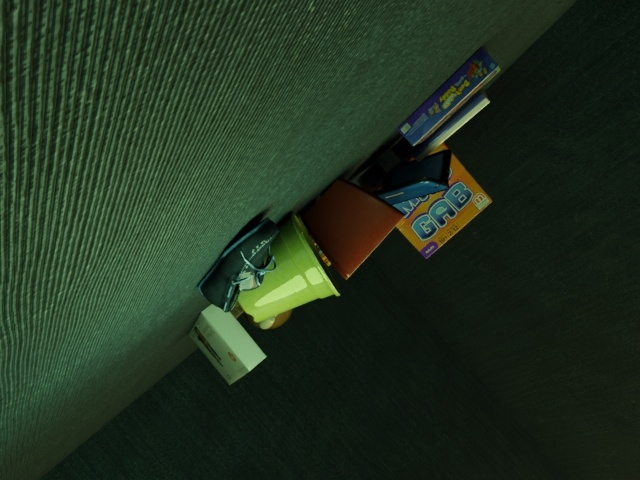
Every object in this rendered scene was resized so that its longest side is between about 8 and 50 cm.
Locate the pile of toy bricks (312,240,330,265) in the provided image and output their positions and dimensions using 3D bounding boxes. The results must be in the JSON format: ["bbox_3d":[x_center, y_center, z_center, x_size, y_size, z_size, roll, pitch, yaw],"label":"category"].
[{"bbox_3d":[0.020,0.029,2.391,0.118,0.212,0.105,-49,-147,-11],"label":"pile of toy bricks"}]

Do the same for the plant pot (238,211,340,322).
[{"bbox_3d":[-0.119,0.100,1.543,0.254,0.276,0.276,-30,177,3],"label":"plant pot"}]

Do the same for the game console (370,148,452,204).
[{"bbox_3d":[0.302,-0.234,1.919,0.293,0.173,0.250,-15,167,38],"label":"game console"}]

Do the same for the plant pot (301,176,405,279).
[{"bbox_3d":[0.085,-0.051,1.724,0.267,0.236,0.267,-47,176,-2],"label":"plant pot"}]

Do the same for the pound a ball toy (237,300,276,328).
[{"bbox_3d":[-0.194,0.187,1.984,0.136,0.208,0.319,-44,177,37],"label":"pound a ball toy"}]

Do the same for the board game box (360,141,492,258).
[{"bbox_3d":[0.435,-0.203,2.280,0.356,0.356,0.356,-42,-169,7],"label":"board game box"}]

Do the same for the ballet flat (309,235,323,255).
[{"bbox_3d":[0.000,0.000,2.612,0.139,0.139,0.400,-38,175,-46],"label":"ballet flat"}]

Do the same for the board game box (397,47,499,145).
[{"bbox_3d":[0.427,-0.467,1.752,0.347,0.078,0.233,-43,177,25],"label":"board game box"}]

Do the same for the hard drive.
[{"bbox_3d":[0.460,-0.446,1.946,0.319,0.040,0.210,-41,-156,28],"label":"hard drive"}]

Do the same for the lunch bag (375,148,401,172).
[{"bbox_3d":[0.263,-0.306,2.027,0.083,0.071,0.053,-40,177,-36],"label":"lunch bag"}]

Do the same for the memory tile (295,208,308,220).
[{"bbox_3d":[-0.096,-0.051,1.695,0.113,0.012,0.148,-43,177,22],"label":"memory tile"}]

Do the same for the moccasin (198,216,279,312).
[{"bbox_3d":[-0.179,0.066,1.306,0.138,0.117,0.342,-39,176,-42],"label":"moccasin"}]

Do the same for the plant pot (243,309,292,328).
[{"bbox_3d":[-0.234,0.240,2.350,0.237,0.237,0.254,-40,163,-22],"label":"plant pot"}]

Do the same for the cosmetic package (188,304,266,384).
[{"bbox_3d":[-0.380,0.412,2.107,0.097,0.284,0.377,-40,176,-30],"label":"cosmetic package"}]

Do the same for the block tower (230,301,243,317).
[{"bbox_3d":[-0.333,0.246,2.190,0.335,0.097,0.091,-46,175,33],"label":"block tower"}]
